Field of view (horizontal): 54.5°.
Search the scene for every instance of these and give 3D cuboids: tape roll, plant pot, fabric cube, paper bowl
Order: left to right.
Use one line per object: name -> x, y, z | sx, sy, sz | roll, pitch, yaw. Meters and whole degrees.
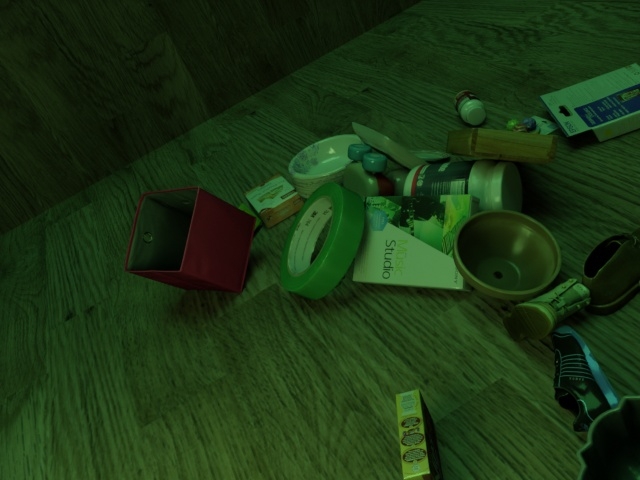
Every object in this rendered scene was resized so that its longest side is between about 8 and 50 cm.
fabric cube -> -0.390, 0.006, 1.880 | 0.259, 0.258, 0.254 | -2, 73, 35
tape roll -> 0.000, 0.000, 1.701 | 0.321, 0.077, 0.321 | -48, 29, 38
paper bowl -> 0.046, -0.230, 2.101 | 0.284, 0.148, 0.284 | -17, 30, 10
plant pot -> 0.413, 0.052, 1.413 | 0.237, 0.110, 0.237 | 0, 51, 0

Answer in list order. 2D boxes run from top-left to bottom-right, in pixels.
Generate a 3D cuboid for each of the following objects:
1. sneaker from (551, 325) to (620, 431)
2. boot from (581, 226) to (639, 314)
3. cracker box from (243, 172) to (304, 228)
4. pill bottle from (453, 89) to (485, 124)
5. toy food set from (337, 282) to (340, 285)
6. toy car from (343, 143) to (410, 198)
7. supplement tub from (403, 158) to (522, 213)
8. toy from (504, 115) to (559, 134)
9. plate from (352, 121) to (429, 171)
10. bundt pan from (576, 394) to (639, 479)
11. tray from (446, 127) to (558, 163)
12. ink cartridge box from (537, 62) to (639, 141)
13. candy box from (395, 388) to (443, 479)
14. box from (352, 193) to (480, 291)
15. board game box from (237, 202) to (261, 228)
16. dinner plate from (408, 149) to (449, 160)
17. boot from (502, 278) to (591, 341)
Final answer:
sneaker -> 0.464, 0.250, 1.146 | 0.090, 0.081, 0.232 | -18, 32, 5
boot -> 0.663, 0.022, 1.311 | 0.305, 0.115, 0.112 | -37, 31, -20
cracker box -> -0.168, -0.145, 2.216 | 0.155, 0.067, 0.232 | -31, 32, -8
pill bottle -> 0.522, -0.459, 2.161 | 0.086, 0.086, 0.152 | -21, 32, 8
toy food set -> 0.039, 0.091, 1.754 | 0.078, 0.019, 0.122 | -15, 33, 17
toy car -> 0.208, -0.170, 1.905 | 0.238, 0.219, 0.210 | -4, 24, -21
supplement tub -> 0.375, -0.115, 1.649 | 0.272, 0.191, 0.191 | -1, 39, 36
toy -> 0.612, -0.342, 1.948 | 0.237, 0.056, 0.137 | -30, 32, -6
plate -> 0.242, -0.264, 1.925 | 0.045, 0.277, 0.278 | -58, 27, 7
bundt pan -> 0.542, 0.366, 0.873 | 0.330, 0.124, 0.331 | -19, 33, 12
tray -> 0.472, -0.256, 1.681 | 0.202, 0.076, 0.411 | 6, 10, 3
ink cartridge box -> 0.851, -0.404, 1.859 | 0.307, 0.072, 0.304 | -20, 32, 14
candy box -> 0.181, 0.380, 1.132 | 0.053, 0.109, 0.187 | -18, 31, 12
box -> 0.236, 0.003, 1.578 | 0.322, 0.058, 0.232 | 1, 82, 37
board game box -> -0.285, -0.033, 2.101 | 0.043, 0.092, 0.181 | -31, 19, 47
dinner plate -> 0.352, -0.278, 2.040 | 0.141, 0.017, 0.141 | 2, 20, -1
boot -> 0.467, 0.133, 1.240 | 0.165, 0.077, 0.213 | -27, -13, -6
